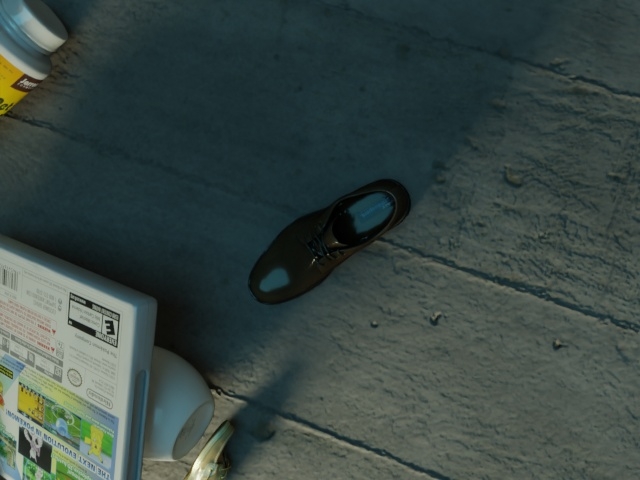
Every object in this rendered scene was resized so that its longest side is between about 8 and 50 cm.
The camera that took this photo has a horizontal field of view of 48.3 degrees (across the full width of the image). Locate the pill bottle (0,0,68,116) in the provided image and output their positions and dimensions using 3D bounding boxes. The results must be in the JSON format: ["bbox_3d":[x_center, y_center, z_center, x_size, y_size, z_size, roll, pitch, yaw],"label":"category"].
[{"bbox_3d":[-0.425,-0.217,0.893,0.215,0.117,0.117,-37,86,9],"label":"pill bottle"}]

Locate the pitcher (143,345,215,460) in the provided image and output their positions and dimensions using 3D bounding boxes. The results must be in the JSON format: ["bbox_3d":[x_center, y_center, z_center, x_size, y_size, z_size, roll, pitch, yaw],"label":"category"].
[{"bbox_3d":[-0.246,0.202,0.881,0.207,0.125,0.178,27,106,18],"label":"pitcher"}]

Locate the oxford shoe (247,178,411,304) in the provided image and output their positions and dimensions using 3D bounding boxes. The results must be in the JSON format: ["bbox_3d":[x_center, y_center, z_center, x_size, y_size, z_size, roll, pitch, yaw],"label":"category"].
[{"bbox_3d":[0.000,0.000,0.840,0.227,0.096,0.083,-38,87,11],"label":"oxford shoe"}]

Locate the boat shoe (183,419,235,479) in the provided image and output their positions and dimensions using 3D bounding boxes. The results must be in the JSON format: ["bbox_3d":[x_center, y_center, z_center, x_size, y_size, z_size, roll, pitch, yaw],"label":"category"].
[{"bbox_3d":[-0.137,0.288,0.898,0.045,0.050,0.135,31,107,4],"label":"boat shoe"}]

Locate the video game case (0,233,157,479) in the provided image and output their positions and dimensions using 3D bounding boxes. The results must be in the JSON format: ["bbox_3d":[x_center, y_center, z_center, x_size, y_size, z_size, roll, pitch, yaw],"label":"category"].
[{"bbox_3d":[-0.325,0.166,0.845,0.329,0.036,0.300,16,105,33],"label":"video game case"}]
